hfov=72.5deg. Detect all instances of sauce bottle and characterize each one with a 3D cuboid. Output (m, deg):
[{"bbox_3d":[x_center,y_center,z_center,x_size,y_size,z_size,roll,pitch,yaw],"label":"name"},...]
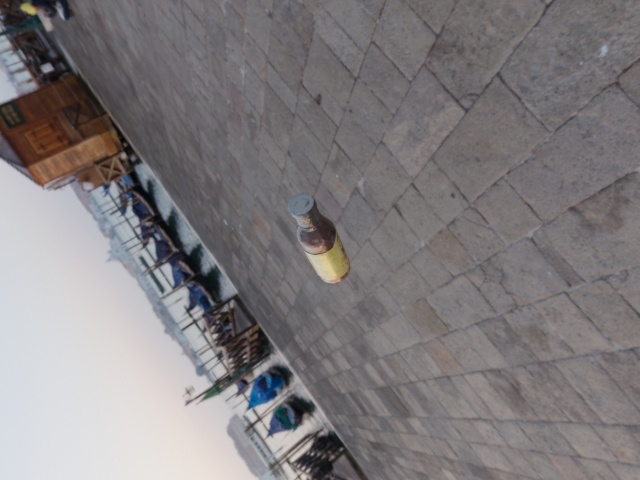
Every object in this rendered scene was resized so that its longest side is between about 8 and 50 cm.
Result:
[{"bbox_3d":[0.000,0.000,0.451,0.042,0.042,0.128,43,168,33],"label":"sauce bottle"}]
